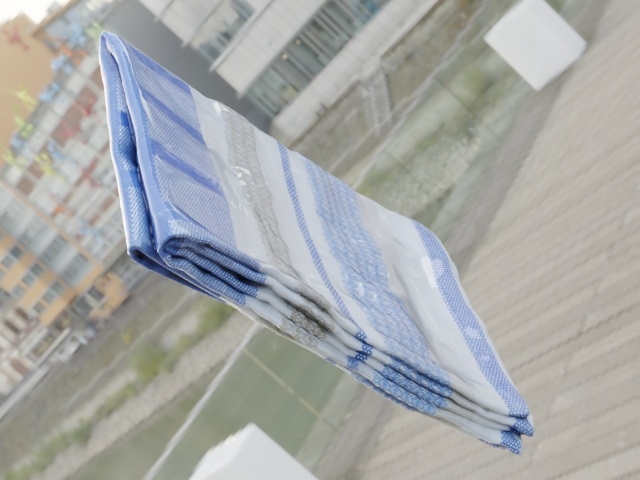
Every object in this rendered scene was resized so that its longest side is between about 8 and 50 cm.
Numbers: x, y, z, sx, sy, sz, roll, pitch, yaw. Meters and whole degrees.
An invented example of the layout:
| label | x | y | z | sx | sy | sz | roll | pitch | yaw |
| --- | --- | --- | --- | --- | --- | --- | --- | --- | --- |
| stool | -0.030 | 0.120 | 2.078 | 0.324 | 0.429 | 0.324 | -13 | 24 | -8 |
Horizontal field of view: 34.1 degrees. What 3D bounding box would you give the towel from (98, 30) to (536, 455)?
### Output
| label | x | y | z | sx | sy | sz | roll | pitch | yaw |
| --- | --- | --- | --- | --- | --- | --- | --- | --- | --- |
| towel | 0.000 | 0.000 | 0.603 | 0.034 | 0.285 | 0.209 | -45 | 37 | 19 |
